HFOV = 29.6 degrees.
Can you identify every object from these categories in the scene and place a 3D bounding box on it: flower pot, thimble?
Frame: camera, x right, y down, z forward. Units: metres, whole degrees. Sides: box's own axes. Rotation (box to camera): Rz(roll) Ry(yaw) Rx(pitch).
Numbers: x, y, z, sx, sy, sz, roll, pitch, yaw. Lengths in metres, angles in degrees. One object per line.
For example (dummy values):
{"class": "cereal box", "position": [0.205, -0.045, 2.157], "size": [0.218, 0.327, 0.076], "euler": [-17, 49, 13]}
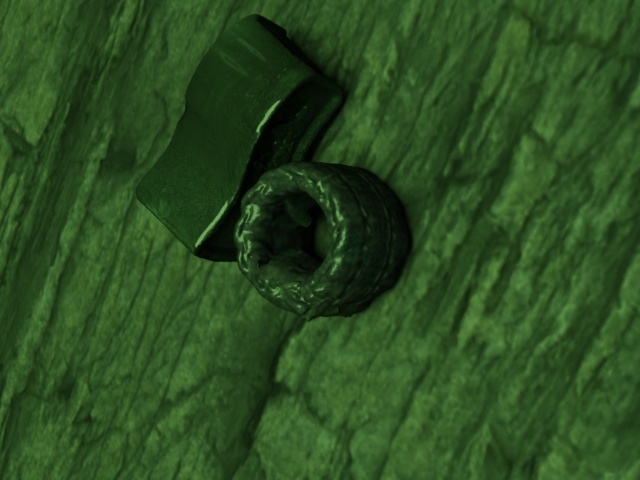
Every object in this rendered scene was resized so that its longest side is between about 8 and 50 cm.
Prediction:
{"class": "flower pot", "position": [-0.077, -0.096, 1.194], "size": [0.108, 0.103, 0.229], "euler": [45, 116, 30]}
{"class": "thimble", "position": [-0.002, -0.002, 1.134], "size": [0.150, 0.098, 0.150], "euler": [-1, 88, 40]}
